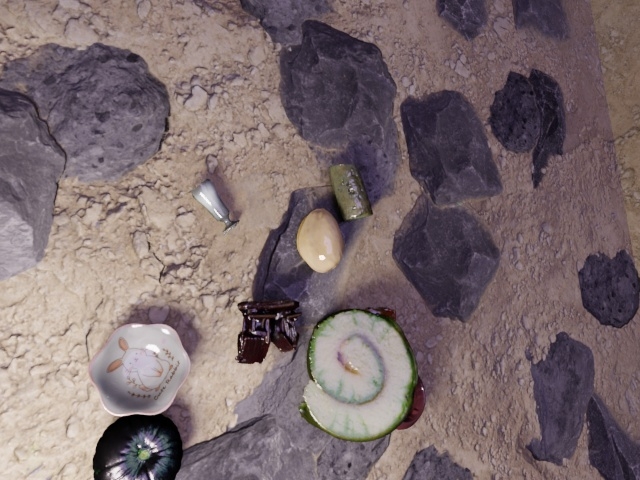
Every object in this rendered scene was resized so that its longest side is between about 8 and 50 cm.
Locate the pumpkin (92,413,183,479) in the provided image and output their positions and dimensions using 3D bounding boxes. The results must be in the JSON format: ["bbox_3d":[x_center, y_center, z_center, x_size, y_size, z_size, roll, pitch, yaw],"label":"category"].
[{"bbox_3d":[-0.425,0.505,0.977,0.201,0.140,0.202,15,57,-24],"label":"pumpkin"}]

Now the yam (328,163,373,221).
[{"bbox_3d":[0.098,-0.164,1.386,0.107,0.107,0.194,-15,87,-28],"label":"yam"}]

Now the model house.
[{"bbox_3d":[-0.143,0.256,1.168,0.203,0.141,0.164,2,70,-29],"label":"model house"}]

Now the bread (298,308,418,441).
[{"bbox_3d":[0.097,0.395,1.233,0.381,0.129,0.366,-32,80,-18],"label":"bread"}]

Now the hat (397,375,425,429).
[{"bbox_3d":[0.253,0.504,1.353,0.205,0.089,0.206,8,73,-27],"label":"hat"}]

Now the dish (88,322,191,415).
[{"bbox_3d":[-0.443,0.318,1.032,0.229,0.081,0.230,8,70,-22],"label":"dish"}]

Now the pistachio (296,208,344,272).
[{"bbox_3d":[0.000,0.000,1.298,0.145,0.117,0.201,-8,84,-23],"label":"pistachio"}]

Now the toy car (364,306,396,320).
[{"bbox_3d":[0.197,0.254,1.399,0.121,0.035,0.059,6,82,-28],"label":"toy car"}]

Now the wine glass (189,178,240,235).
[{"bbox_3d":[-0.299,-0.095,1.188,0.072,0.072,0.155,-41,101,-27],"label":"wine glass"}]
